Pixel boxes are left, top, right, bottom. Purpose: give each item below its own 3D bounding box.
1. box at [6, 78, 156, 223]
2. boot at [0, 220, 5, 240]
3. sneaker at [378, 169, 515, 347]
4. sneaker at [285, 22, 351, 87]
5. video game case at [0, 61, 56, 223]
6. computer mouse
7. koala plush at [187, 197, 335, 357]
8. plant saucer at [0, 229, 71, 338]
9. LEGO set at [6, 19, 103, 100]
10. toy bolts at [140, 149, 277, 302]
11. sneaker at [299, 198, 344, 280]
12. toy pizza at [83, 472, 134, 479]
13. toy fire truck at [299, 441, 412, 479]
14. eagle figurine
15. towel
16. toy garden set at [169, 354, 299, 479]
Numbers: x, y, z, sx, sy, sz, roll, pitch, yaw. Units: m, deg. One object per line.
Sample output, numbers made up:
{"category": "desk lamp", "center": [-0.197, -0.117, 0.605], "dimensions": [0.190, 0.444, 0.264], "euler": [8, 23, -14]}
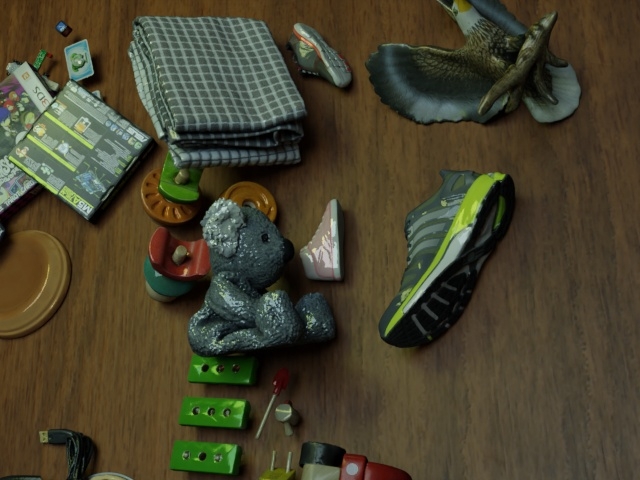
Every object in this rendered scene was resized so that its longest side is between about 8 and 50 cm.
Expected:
{"category": "box", "center": [-0.414, -0.156, 1.950], "dimensions": [0.191, 0.045, 0.184], "euler": [35, 85, 9]}
{"category": "boot", "center": [-0.623, 0.027, 1.933], "dimensions": [0.190, 0.069, 0.086], "euler": [-50, 28, -4]}
{"category": "sneaker", "center": [0.166, 0.022, 1.631], "dimensions": [0.121, 0.111, 0.300], "euler": [21, 70, 40]}
{"category": "sneaker", "center": [-0.005, -0.297, 1.884], "dimensions": [0.065, 0.061, 0.158], "euler": [-53, 53, 25]}
{"category": "video game case", "center": [-0.558, -0.174, 2.031], "dimensions": [0.232, 0.042, 0.210], "euler": [-39, 72, 3]}
{"category": "computer mouse", "center": [-0.472, 0.373, 1.739], "dimensions": [0.262, 0.060, 0.184], "euler": [-13, 49, 25]}
{"category": "koala plush", "center": [-0.108, 0.052, 1.639], "dimensions": [0.203, 0.196, 0.221], "euler": [-10, 83, 20]}
{"category": "plant saucer", "center": [-0.524, 0.070, 1.931], "dimensions": [0.200, 0.037, 0.200], "euler": [-10, 63, 20]}
{"category": "LEGO set", "center": [-0.491, -0.283, 2.091], "dimensions": [0.182, 0.060, 0.244], "euler": [-19, 72, 13]}
{"category": "toy bolts", "center": [-0.200, -0.002, 1.800], "dimensions": [0.218, 0.158, 0.228], "euler": [21, 58, -12]}
{"category": "sneaker", "center": [0.000, 0.000, 1.730], "dimensions": [0.070, 0.051, 0.134], "euler": [-6, 68, 15]}
{"category": "toy pizza", "center": [-0.337, 0.444, 1.674], "dimensions": [0.201, 0.032, 0.201], "euler": [-10, 63, 19]}
{"category": "toy fire truck", "center": [0.094, 0.367, 1.432], "dimensions": [0.246, 0.217, 0.158], "euler": [6, 68, 10]}
{"category": "eagle figurine", "center": [0.239, -0.292, 1.717], "dimensions": [0.226, 0.225, 0.298], "euler": [-12, 16, -27]}
{"category": "towel", "center": [-0.165, -0.249, 1.806], "dimensions": [0.235, 0.121, 0.283], "euler": [-4, 50, -27]}
{"category": "toy garden set", "center": [-0.113, 0.292, 1.644], "dimensions": [0.204, 0.049, 0.244], "euler": [-1, 65, 25]}
